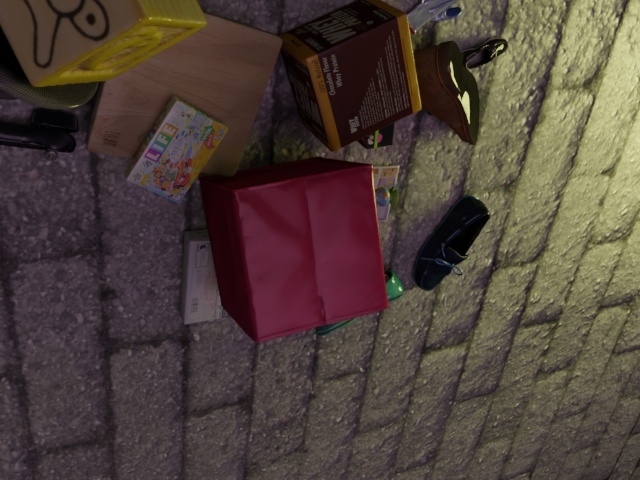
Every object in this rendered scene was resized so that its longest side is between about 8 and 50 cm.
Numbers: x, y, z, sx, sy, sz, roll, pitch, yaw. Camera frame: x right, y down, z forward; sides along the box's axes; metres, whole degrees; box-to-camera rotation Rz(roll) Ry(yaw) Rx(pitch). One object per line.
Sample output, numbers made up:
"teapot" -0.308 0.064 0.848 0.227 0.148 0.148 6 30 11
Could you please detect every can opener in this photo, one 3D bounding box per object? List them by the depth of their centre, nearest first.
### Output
"can opener" -0.476 -0.166 1.076 0.186 0.073 0.059 -1 160 -26

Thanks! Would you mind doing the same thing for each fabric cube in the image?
"fabric cube" -0.052 0.000 1.241 0.259 0.254 0.258 -12 103 -19

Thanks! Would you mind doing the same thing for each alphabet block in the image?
"alphabet block" -0.296 -0.329 0.882 0.192 0.193 0.197 -21 99 21

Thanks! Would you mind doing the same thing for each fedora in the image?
"fedora" -0.446 -0.276 0.928 0.124 0.244 0.275 -22 146 25

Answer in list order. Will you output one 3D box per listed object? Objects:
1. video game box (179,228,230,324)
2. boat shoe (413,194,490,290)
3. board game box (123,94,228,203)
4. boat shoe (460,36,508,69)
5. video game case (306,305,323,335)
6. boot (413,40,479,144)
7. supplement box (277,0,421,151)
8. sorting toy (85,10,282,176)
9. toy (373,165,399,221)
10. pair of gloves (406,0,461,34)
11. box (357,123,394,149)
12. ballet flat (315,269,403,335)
"video game box" -0.188 0.066 1.401 0.187 0.048 0.205 -5 124 -25
"boat shoe" 0.305 0.017 1.622 0.109 0.089 0.258 8 117 -34
"board game box" -0.235 -0.145 1.117 0.103 0.026 0.154 25 107 -39
"boat shoe" 0.334 -0.378 1.395 0.125 0.038 0.046 -19 129 -17
"video game case" -0.024 0.140 1.569 0.119 0.015 0.166 -44 132 3
"boot" 0.249 -0.290 1.387 0.305 0.115 0.112 41 52 -54
"supplement box" 0.054 -0.299 1.228 0.194 0.129 0.191 -27 131 -11
"sorting toy" -0.230 -0.255 1.123 0.257 0.089 0.256 8 117 -33
"toy" 0.059 -0.084 1.432 0.237 0.056 0.137 -5 123 -27
"pair of gloves" 0.201 -0.476 1.262 0.159 0.023 0.198 -41 132 1
"box" 0.108 -0.231 1.360 0.062 0.052 0.083 -13 126 -21
"ballet flat" 0.080 0.131 1.577 0.247 0.083 0.087 -24 101 -25
